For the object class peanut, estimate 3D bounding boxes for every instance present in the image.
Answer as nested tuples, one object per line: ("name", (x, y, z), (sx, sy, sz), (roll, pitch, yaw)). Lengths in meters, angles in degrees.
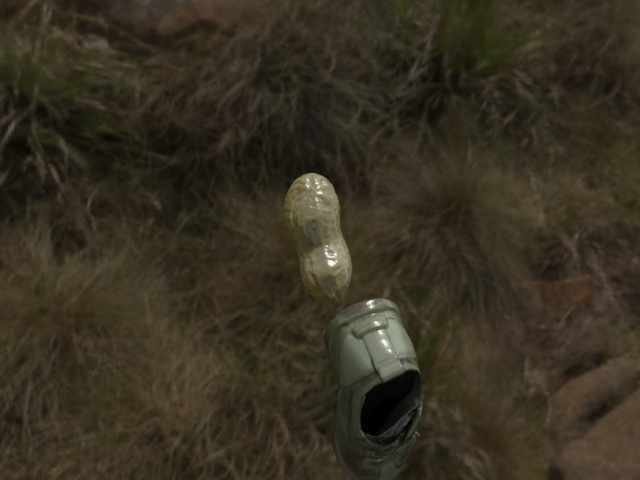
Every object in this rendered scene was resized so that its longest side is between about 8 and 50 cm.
("peanut", (0.000, 0.000, 0.635), (0.037, 0.037, 0.083), (-10, 74, -30))

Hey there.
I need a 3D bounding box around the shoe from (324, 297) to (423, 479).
("shoe", (0.063, 0.185, 1.124), (0.103, 0.275, 0.098), (-19, 44, -9))
